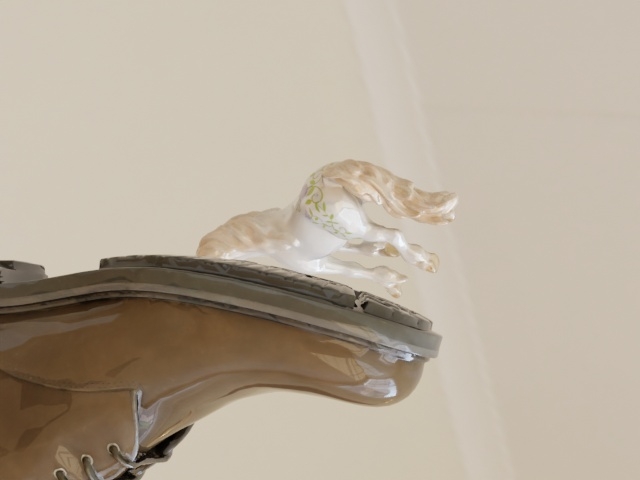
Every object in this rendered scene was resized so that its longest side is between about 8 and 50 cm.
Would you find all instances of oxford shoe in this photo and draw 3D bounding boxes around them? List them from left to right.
[{"bbox_3d":[-0.066,0.052,0.633,0.227,0.083,0.096,-2,-99,24],"label":"oxford shoe"}]

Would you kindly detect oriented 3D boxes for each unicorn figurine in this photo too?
[{"bbox_3d":[0.000,0.000,0.969,0.162,0.111,0.060,124,-25,-43],"label":"unicorn figurine"}]
